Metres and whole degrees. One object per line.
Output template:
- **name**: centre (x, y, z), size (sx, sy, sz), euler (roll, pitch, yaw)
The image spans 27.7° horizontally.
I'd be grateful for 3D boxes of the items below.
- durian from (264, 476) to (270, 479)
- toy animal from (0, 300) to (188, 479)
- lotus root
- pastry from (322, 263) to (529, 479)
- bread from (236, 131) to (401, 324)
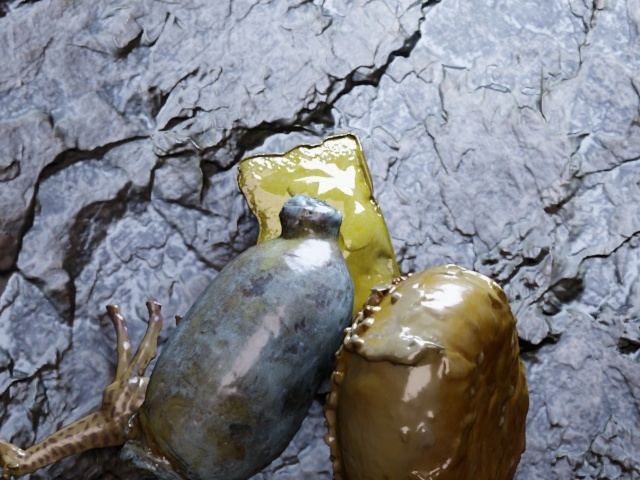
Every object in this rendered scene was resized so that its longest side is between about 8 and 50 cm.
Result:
- **durian**: centre (-0.069, 0.358, 1.346), size (0.183, 0.138, 0.249), euler (9, 62, 3)
- **toy animal**: centre (-0.230, 0.175, 1.424), size (0.149, 0.054, 0.275), euler (34, 69, 6)
- **lotus root**: centre (-0.064, 0.116, 1.364), size (0.175, 0.175, 0.349), euler (33, 82, 3)
- **pastry**: centre (0.101, 0.172, 1.365), size (0.184, 0.315, 0.284), euler (7, 50, 26)
- **bread**: centre (0.000, 0.000, 1.512), size (0.161, 0.088, 0.233), euler (-14, 76, -9)
